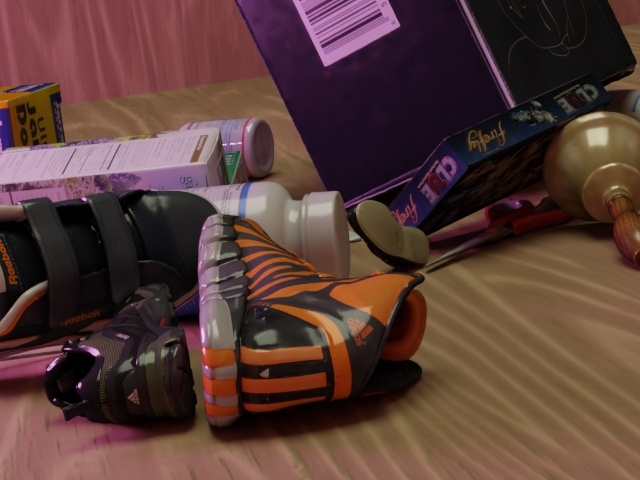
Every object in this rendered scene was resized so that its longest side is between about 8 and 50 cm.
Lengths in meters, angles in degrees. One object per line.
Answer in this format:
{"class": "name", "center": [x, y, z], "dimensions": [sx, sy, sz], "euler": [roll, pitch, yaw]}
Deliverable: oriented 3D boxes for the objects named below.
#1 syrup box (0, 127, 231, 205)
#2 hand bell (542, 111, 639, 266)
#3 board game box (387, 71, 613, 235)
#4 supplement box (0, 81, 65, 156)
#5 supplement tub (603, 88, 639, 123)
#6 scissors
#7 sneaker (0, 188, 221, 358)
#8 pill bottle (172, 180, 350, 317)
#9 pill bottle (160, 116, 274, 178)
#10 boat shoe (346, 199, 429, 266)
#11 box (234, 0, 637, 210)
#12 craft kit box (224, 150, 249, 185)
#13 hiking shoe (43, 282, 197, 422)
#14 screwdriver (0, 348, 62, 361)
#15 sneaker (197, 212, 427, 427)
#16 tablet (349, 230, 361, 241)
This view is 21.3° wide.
{"class": "syrup box", "center": [-0.213, -0.046, 1.740], "dimensions": [0.236, 0.093, 0.096], "euler": [-6, 26, 8]}
{"class": "hand bell", "center": [0.304, -0.032, 1.710], "dimensions": [0.126, 0.126, 0.242], "euler": [-7, 23, 1]}
{"class": "board game box", "center": [0.189, -0.086, 1.841], "dimensions": [0.243, 0.042, 0.165], "euler": [-25, -17, -37]}
{"class": "supplement box", "center": [-0.511, -0.078, 2.140], "dimensions": [0.356, 0.194, 0.195], "euler": [-5, 11, 11]}
{"class": "supplement tub", "center": [0.427, -0.175, 2.365], "dimensions": [0.071, 0.071, 0.107], "euler": [-16, 15, -38]}
{"class": "scissors", "center": [0.200, -0.013, 1.816], "dimensions": [0.109, 0.021, 0.297], "euler": [-2, 11, 21]}
{"class": "sneaker", "center": [-0.228, 0.026, 1.482], "dimensions": [0.321, 0.126, 0.127], "euler": [-21, -20, -14]}
{"class": "pill bottle", "center": [-0.087, 0.009, 1.628], "dimensions": [0.221, 0.124, 0.124], "euler": [-4, 12, 10]}
{"class": "pill bottle", "center": [-0.153, -0.130, 2.453], "dimensions": [0.160, 0.087, 0.087], "euler": [-2, 12, 23]}
{"class": "boat shoe", "center": [0.061, -0.004, 1.701], "dimensions": [0.042, 0.049, 0.133], "euler": [-9, -21, 29]}
{"class": "box", "center": [0.129, -0.347, 2.214], "dimensions": [0.297, 0.480, 0.471], "euler": [-25, 0, 32]}
{"class": "craft kit box", "center": [-0.214, -0.013, 1.841], "dimensions": [0.249, 0.061, 0.247], "euler": [-6, 29, 7]}
{"class": "hiking shoe", "center": [-0.167, 0.090, 1.364], "dimensions": [0.114, 0.086, 0.227], "euler": [-9, 10, -10]}
{"class": "screwdriver", "center": [-0.302, 0.107, 1.530], "dimensions": [0.169, 0.024, 0.025], "euler": [-8, -18, -15]}
{"class": "sneaker", "center": [-0.007, 0.062, 1.380], "dimensions": [0.180, 0.125, 0.321], "euler": [-4, 22, -3]}
{"class": "tablet", "center": [0.000, 0.000, 1.917], "dimensions": [0.083, 0.006, 0.054], "euler": [-10, 11, -15]}
